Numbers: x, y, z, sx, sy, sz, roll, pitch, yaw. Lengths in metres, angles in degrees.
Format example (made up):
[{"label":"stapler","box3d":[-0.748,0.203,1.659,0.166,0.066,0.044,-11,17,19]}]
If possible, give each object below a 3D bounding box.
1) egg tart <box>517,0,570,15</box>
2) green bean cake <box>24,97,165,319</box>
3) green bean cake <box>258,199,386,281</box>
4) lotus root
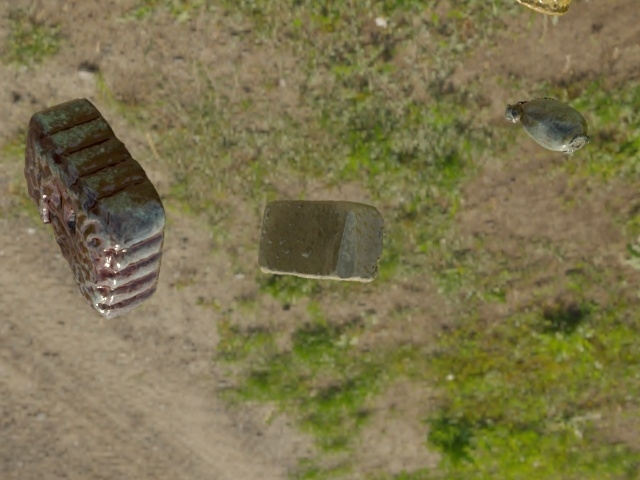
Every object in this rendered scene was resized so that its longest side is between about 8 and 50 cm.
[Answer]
[{"label":"egg tart","box3d":[0.310,-0.436,1.427,0.202,0.202,0.147,16,125,-28]},{"label":"green bean cake","box3d":[-0.290,-0.046,1.258,0.097,0.233,0.198,-25,156,-31]},{"label":"green bean cake","box3d":[0.000,0.000,1.401,0.179,0.109,0.085,2,175,43]},{"label":"lotus root","box3d":[0.399,-0.208,1.733,0.088,0.165,0.088,-25,131,-32]}]
